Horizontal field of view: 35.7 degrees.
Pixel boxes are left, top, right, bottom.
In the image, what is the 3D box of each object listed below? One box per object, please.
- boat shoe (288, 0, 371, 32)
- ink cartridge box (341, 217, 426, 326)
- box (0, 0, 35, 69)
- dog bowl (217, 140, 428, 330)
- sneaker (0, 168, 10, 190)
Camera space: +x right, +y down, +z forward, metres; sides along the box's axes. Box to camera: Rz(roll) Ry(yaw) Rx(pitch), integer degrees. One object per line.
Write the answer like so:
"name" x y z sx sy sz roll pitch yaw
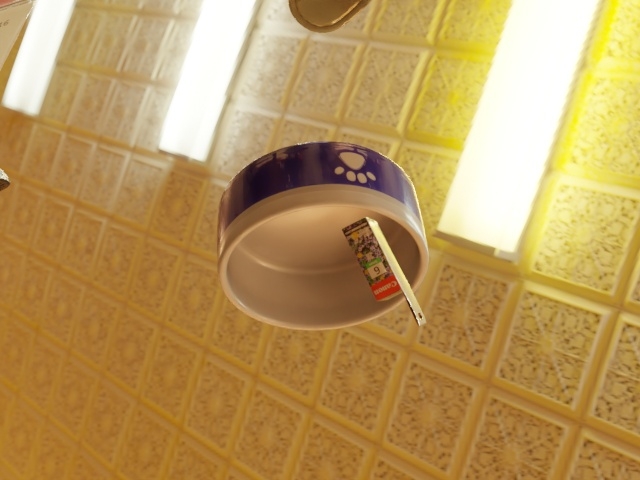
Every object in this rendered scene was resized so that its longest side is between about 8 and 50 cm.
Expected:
"boat shoe" 0.067 -0.273 0.884 0.227 0.081 0.069 -28 -151 28
"ink cartridge box" 0.062 0.035 0.959 0.029 0.063 0.115 -27 -98 10
"box" -0.357 -0.220 0.775 0.232 0.127 0.148 53 -42 1
"dog bowl" 0.000 0.000 1.266 0.265 0.264 0.104 -36 -137 32
"sneaker" -0.495 -0.107 1.409 0.082 0.069 0.209 62 -10 3
